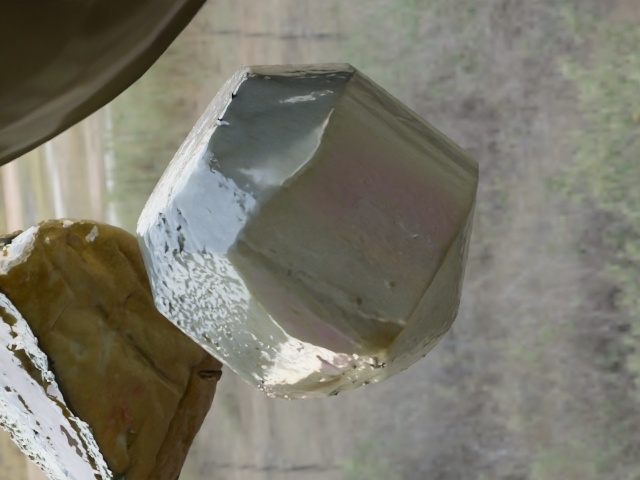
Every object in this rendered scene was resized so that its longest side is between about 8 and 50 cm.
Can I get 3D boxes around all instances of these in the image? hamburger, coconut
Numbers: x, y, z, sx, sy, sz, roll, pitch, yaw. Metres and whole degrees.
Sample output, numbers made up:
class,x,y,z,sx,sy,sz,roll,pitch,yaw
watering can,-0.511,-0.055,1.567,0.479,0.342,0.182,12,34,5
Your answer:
class,x,y,z,sx,sy,sz,roll,pitch,yaw
hamburger,-0.204,0.102,1.325,0.162,0.209,0.330,0,126,45
coconut,0.002,-0.002,0.951,0.241,0.241,0.241,174,90,-75

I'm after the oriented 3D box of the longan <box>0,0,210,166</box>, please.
class,x,y,z,sx,sy,sz,roll,pitch,yaw
longan,-0.190,-0.176,0.504,0.361,0.361,0.361,174,90,-75
